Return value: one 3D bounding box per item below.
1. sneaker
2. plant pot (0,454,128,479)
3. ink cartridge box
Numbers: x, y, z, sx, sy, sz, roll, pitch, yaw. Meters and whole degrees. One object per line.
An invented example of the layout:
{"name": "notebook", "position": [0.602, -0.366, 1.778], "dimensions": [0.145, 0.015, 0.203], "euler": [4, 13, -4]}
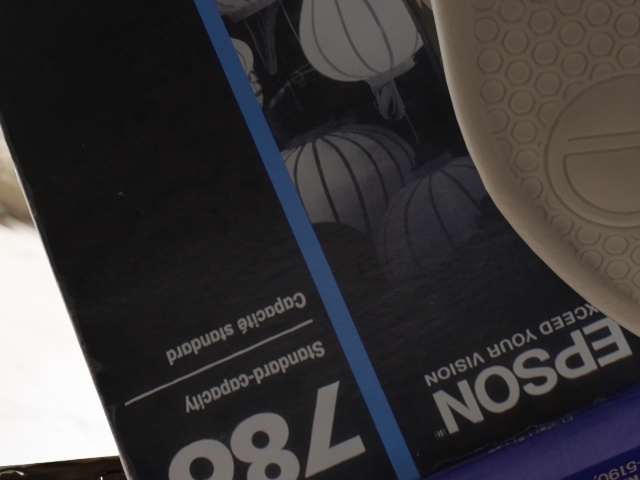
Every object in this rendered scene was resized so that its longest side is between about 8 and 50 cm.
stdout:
{"name": "sneaker", "position": [0.056, -0.106, 0.530], "dimensions": [0.296, 0.104, 0.147], "euler": [54, 15, -19]}
{"name": "plant pot", "position": [-0.088, 0.200, 0.905], "dimensions": [0.187, 0.167, 0.188], "euler": [-4, 24, -15]}
{"name": "ink cartridge box", "position": [0.000, 0.000, 0.630], "dimensions": [0.065, 0.165, 0.333], "euler": [63, 3, -68]}
